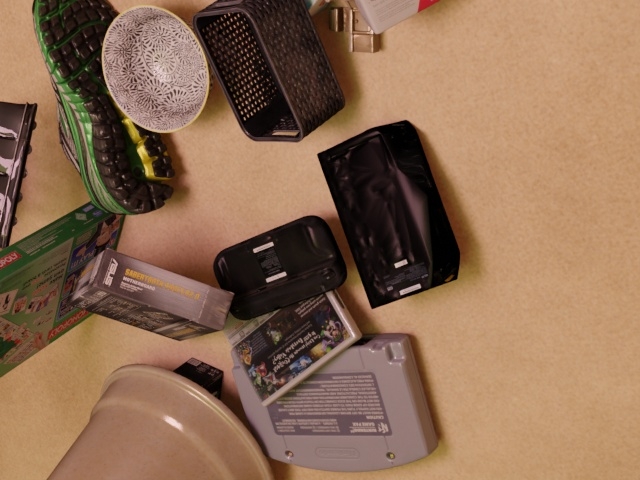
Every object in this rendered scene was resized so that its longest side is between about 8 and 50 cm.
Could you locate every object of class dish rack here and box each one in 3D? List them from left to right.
[{"bbox_3d":[-0.463,-0.102,1.548,0.074,0.271,0.208,13,92,-12],"label":"dish rack"}]

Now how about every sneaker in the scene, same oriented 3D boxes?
[{"bbox_3d":[-0.332,-0.192,1.487,0.146,0.134,0.343,-11,98,47],"label":"sneaker"}]

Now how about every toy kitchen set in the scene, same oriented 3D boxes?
[{"bbox_3d":[0.024,-0.265,1.268,0.068,0.075,0.083,9,110,30],"label":"toy kitchen set"}]

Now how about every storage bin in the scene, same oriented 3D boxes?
[{"bbox_3d":[-0.062,-0.218,1.297,0.122,0.084,0.180,8,129,49],"label":"storage bin"}]

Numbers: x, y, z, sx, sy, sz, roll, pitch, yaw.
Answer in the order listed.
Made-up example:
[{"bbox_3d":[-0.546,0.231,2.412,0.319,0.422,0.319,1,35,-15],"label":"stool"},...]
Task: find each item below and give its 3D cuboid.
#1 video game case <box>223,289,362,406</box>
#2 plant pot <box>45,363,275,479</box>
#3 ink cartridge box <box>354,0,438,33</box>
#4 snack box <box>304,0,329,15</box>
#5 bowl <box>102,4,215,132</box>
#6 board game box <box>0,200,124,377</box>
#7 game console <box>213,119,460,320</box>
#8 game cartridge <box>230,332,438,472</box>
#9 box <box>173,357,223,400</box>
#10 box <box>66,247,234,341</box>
[{"bbox_3d":[-0.052,0.109,1.466,0.190,0.022,0.173,-39,70,28],"label":"video game case"},{"bbox_3d":[-0.286,0.404,1.559,0.334,0.305,0.333,21,133,24],"label":"plant pot"},{"bbox_3d":[0.072,-0.322,1.162,0.109,0.063,0.150,-28,123,2],"label":"ink cartridge box"},{"bbox_3d":[-0.071,-0.445,1.260,0.322,0.060,0.187,45,126,8],"label":"snack box"},{"bbox_3d":[-0.200,-0.235,1.415,0.170,0.080,0.170,11,114,24],"label":"bowl"},{"bbox_3d":[-0.411,0.079,1.532,0.046,0.317,0.213,31,123,13],"label":"board game box"},{"bbox_3d":[0.000,0.000,1.382,0.361,0.044,0.213,-21,85,32],"label":"game console"},{"bbox_3d":[0.018,0.232,1.500,0.294,0.060,0.196,-6,103,34],"label":"game cartridge"},{"bbox_3d":[-0.191,0.234,1.630,0.062,0.052,0.083,20,118,24],"label":"box"},{"bbox_3d":[-0.242,0.081,1.473,0.183,0.056,0.231,20,164,-17],"label":"box"}]
